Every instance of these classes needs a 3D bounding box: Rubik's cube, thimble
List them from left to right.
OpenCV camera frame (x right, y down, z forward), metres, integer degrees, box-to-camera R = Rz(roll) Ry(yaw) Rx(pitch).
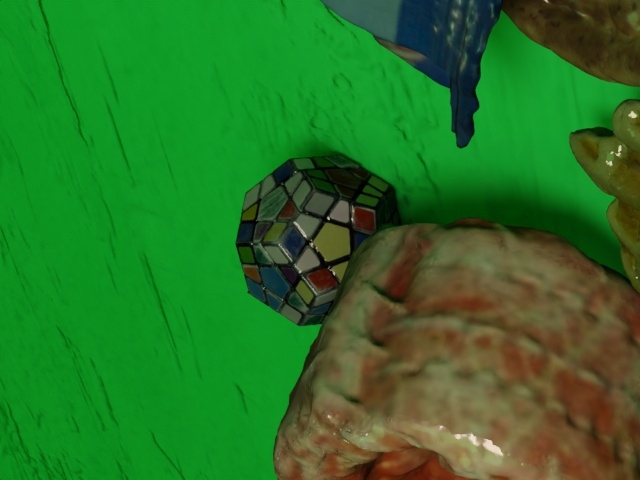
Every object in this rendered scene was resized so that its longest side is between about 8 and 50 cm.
[{"bbox_3d":[0.000,0.000,1.246,0.093,0.111,0.111,67,154,19],"label":"Rubik's cube"},{"bbox_3d":[0.097,0.106,1.134,0.239,0.162,0.239,18,147,12],"label":"thimble"}]

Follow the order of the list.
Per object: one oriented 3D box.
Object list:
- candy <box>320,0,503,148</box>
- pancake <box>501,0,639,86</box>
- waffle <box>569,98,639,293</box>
[{"bbox_3d":[-0.015,-0.207,1.040,0.331,0.077,0.187,42,149,30],"label":"candy"},{"bbox_3d":[0.125,-0.166,0.944,0.235,0.029,0.212,18,134,52],"label":"pancake"},{"bbox_3d":[0.237,0.005,0.992,0.214,0.054,0.208,-16,107,52],"label":"waffle"}]
